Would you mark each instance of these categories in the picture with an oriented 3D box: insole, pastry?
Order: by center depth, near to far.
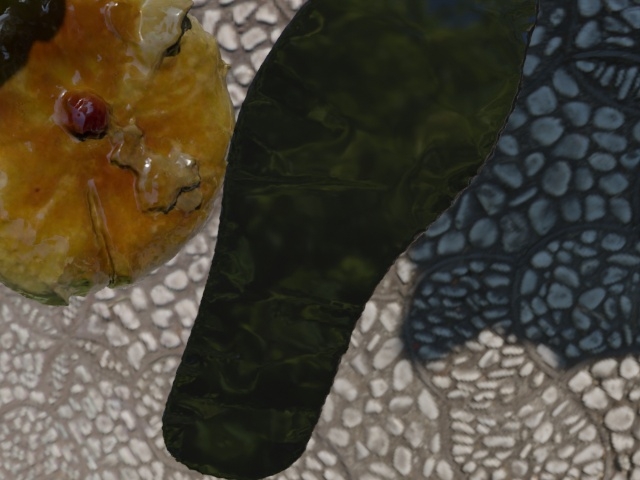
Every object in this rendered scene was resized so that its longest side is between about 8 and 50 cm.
[{"bbox_3d":[0.000,0.000,0.440,0.119,0.009,0.348,16,121,-13],"label":"insole"},{"bbox_3d":[-0.172,-0.079,0.645,0.121,0.235,0.257,2,80,57],"label":"pastry"}]
